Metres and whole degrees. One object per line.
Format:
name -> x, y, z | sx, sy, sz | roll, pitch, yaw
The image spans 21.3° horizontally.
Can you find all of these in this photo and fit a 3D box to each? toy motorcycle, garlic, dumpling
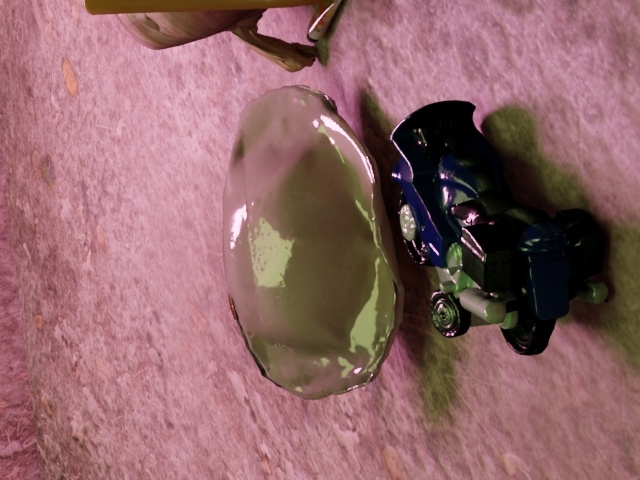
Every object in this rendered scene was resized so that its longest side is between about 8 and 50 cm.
toy motorcycle -> 0.148, -0.020, 1.641 | 0.331, 0.125, 0.196 | -134, 37, -60
garlic -> -0.106, -0.294, 2.056 | 0.253, 0.245, 0.245 | 45, 159, -7
dumpling -> 0.000, -0.004, 1.965 | 0.260, 0.181, 0.341 | -6, 65, 48

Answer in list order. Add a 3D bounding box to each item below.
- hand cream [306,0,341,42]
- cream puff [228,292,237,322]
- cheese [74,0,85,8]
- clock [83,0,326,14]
hand cream -> 0.006, -0.268, 1.989 | 0.102, 0.022, 0.035 | 121, 141, -54
cream puff -> -0.075, 0.073, 2.278 | 0.149, 0.084, 0.149 | 43, 140, 52
cheese -> -0.325, -0.542, 2.508 | 0.351, 0.129, 0.328 | 143, 112, -67
clock -> -0.080, -0.345, 1.793 | 0.244, 0.317, 0.200 | -63, -23, -53
